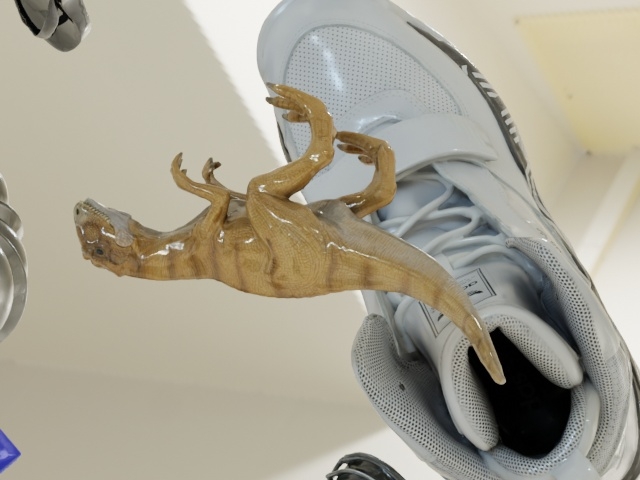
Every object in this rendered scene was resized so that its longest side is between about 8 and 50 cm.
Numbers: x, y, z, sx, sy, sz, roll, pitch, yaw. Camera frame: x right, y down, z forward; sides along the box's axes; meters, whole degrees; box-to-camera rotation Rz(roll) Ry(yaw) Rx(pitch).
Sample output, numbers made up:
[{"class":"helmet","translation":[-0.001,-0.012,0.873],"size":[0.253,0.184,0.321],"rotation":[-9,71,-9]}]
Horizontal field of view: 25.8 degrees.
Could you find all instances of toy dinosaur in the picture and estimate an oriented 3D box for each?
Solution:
[{"class":"toy dinosaur","translation":[0.000,0.000,0.579],"size":[0.212,0.112,0.064],"rotation":[8,-22,28]}]

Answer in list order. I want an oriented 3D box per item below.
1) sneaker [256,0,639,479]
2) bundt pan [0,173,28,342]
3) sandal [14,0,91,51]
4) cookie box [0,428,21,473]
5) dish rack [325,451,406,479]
[{"class":"sneaker","translation":[0.068,-0.004,0.783],"size":[0.137,0.210,0.365],"rotation":[-32,-98,8]},{"class":"bundt pan","translation":[-0.332,-0.043,1.096],"size":[0.124,0.331,0.330],"rotation":[-24,-56,1]},{"class":"sandal","translation":[-0.295,-0.263,1.469],"size":[0.097,0.054,0.254],"rotation":[40,-16,4]},{"class":"cookie box","translation":[-0.257,0.125,0.867],"size":[0.107,0.092,0.040],"rotation":[50,-36,1]},{"class":"dish rack","translation":[0.014,0.235,0.814],"size":[0.208,0.074,0.271],"rotation":[51,-30,-6]}]
